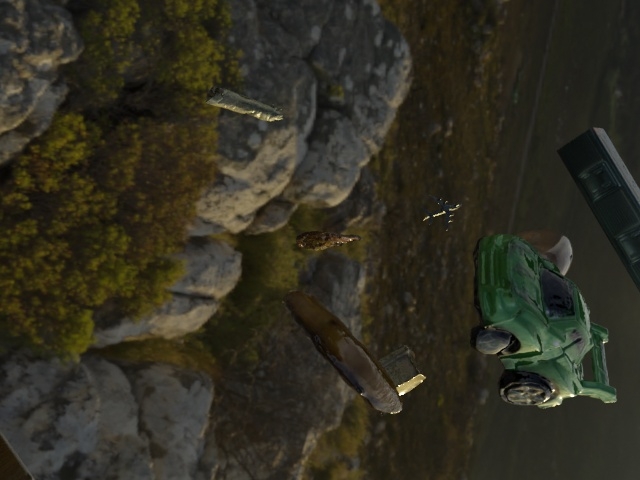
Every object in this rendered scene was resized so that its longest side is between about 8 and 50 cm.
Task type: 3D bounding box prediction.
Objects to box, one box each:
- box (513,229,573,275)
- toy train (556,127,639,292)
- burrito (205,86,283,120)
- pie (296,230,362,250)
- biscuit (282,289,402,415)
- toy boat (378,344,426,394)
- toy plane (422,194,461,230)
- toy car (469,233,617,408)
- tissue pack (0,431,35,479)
[{"bbox_3d":[0.450,0.037,1.449,0.200,0.146,0.088,-34,117,-56],"label":"box"},{"bbox_3d":[0.582,-0.019,1.289,0.089,0.086,0.409,-4,64,-50],"label":"toy train"},{"bbox_3d":[-0.163,-0.294,1.515,0.185,0.045,0.041,13,117,-33],"label":"burrito"},{"bbox_3d":[0.000,-0.001,1.699,0.088,0.191,0.033,33,57,-47],"label":"pie"},{"bbox_3d":[0.013,0.121,0.875,0.045,0.299,0.154,-44,105,-4],"label":"biscuit"},{"bbox_3d":[0.138,0.259,1.305,0.061,0.116,0.188,58,2,19],"label":"toy boat"},{"bbox_3d":[0.241,-0.058,1.352,0.024,0.084,0.078,104,-36,-73],"label":"toy plane"},{"bbox_3d":[0.375,0.141,1.180,0.359,0.176,0.213,53,36,-39],"label":"toy car"},{"bbox_3d":[-0.507,0.369,0.911,0.246,0.159,0.136,-37,153,-27],"label":"tissue pack"}]
